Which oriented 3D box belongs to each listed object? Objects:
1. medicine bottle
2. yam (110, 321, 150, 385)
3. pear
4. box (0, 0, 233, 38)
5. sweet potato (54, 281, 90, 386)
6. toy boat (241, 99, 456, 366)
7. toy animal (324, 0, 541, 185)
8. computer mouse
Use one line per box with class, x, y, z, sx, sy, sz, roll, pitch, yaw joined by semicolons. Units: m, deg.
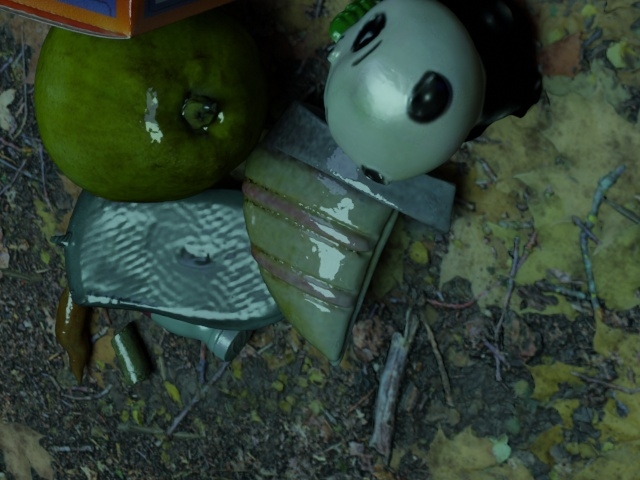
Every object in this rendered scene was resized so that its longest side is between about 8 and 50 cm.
medicine bottle;-0.201;0.088;1.890;0.217;0.090;0.090;33;125;17
yam;-0.293;0.176;2.019;0.043;0.043;0.094;-17;100;37
pear;-0.198;-0.175;1.627;0.375;0.287;0.287;20;126;62
box;-0.233;-0.413;1.529;0.319;0.349;0.256;18;119;24
sweet potato;-0.389;0.148;2.066;0.056;0.056;0.195;16;122;27
toy boat;0.002;-0.033;1.655;0.276;0.111;0.293;45;109;14
toy animal;0.105;-0.189;1.464;0.213;0.267;0.212;17;120;32
computer mouse;-0.184;0.020;1.796;0.371;0.122;0.188;7;88;7
